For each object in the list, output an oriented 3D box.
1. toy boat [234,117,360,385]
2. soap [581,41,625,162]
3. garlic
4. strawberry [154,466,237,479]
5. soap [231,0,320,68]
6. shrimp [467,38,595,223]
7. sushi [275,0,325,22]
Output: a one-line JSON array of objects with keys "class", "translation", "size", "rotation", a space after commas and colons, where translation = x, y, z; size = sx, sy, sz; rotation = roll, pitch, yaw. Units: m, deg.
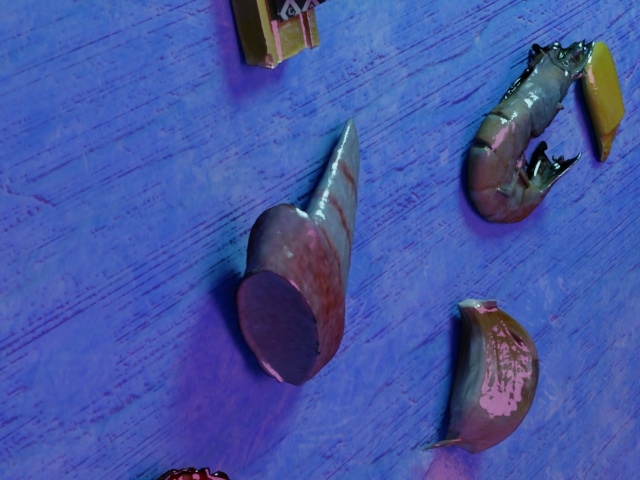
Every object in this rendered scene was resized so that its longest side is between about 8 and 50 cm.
[{"class": "toy boat", "translation": [0.000, 0.000, 1.680], "size": [0.282, 0.096, 0.206], "rotation": [-70, 150, -44]}, {"class": "soap", "translation": [0.386, -0.188, 2.251], "size": [0.089, 0.033, 0.168], "rotation": [-51, 132, -38]}, {"class": "garlic", "translation": [0.187, 0.177, 1.957], "size": [0.128, 0.090, 0.198], "rotation": [32, 71, -35]}, {"class": "strawberry", "translation": [-0.093, 0.308, 1.539], "size": [0.236, 0.111, 0.190], "rotation": [50, 60, -15]}, {"class": "soap", "translation": [-0.058, -0.296, 1.597], "size": [0.092, 0.037, 0.252], "rotation": [-32, 118, -49]}, {"class": "shrimp", "translation": [0.270, -0.126, 2.059], "size": [0.289, 0.075, 0.178], "rotation": [-55, 142, -39]}, {"class": "sushi", "translation": [-0.009, -0.287, 1.613], "size": [0.120, 0.026, 0.126], "rotation": [-34, 119, -49]}]
